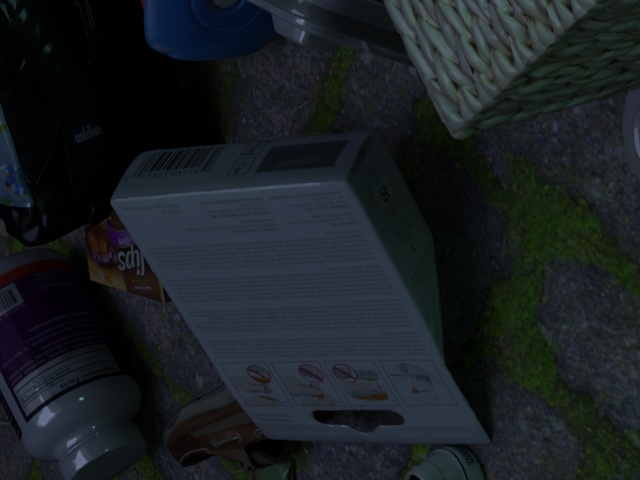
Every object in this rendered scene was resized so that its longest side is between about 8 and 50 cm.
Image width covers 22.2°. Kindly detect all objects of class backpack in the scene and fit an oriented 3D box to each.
[{"bbox_3d":[-0.322,-0.222,1.940,0.273,0.290,0.355,28,142,48],"label":"backpack"}]

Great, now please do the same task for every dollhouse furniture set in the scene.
[{"bbox_3d":[-0.075,0.342,2.073,0.076,0.059,0.151,19,117,48],"label":"dollhouse furniture set"}]

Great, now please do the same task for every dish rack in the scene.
[{"bbox_3d":[-0.016,-0.241,1.589,0.333,0.286,0.072,32,104,41],"label":"dish rack"}]

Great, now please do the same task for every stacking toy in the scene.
[{"bbox_3d":[-0.168,-0.340,1.888,0.302,0.175,0.165,47,138,48],"label":"stacking toy"}]

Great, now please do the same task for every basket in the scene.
[{"bbox_3d":[0.202,-0.296,1.256,0.266,0.328,0.331,-43,69,53],"label":"basket"}]

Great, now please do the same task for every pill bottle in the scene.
[{"bbox_3d":[-0.370,0.182,2.296,0.323,0.181,0.181,58,141,20],"label":"pill bottle"}]

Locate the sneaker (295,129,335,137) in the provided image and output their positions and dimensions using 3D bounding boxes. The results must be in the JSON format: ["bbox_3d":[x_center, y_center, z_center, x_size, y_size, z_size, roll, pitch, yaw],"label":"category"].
[{"bbox_3d":[0.000,0.000,1.792,0.091,0.126,0.240,-35,75,52],"label":"sneaker"}]

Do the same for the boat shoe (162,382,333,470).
[{"bbox_3d":[-0.091,0.230,2.006,0.324,0.123,0.116,-40,73,53],"label":"boat shoe"}]

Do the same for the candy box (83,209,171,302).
[{"bbox_3d":[-0.245,0.013,2.178,0.187,0.053,0.109,14,114,51],"label":"candy box"}]

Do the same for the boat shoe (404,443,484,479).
[{"bbox_3d":[0.115,0.351,1.804,0.096,0.088,0.267,38,130,38],"label":"boat shoe"}]

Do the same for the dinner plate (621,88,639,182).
[{"bbox_3d":[0.316,-0.091,1.441,0.141,0.017,0.141,25,123,45],"label":"dinner plate"}]

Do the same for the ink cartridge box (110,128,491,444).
[{"bbox_3d":[-0.005,0.061,1.743,0.308,0.091,0.385,-4,132,35],"label":"ink cartridge box"}]
